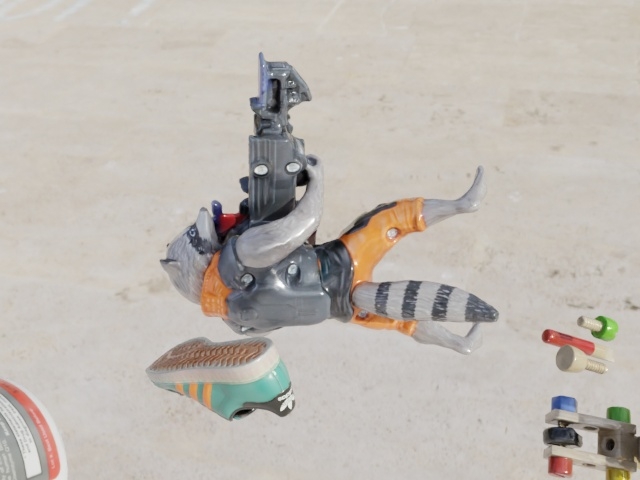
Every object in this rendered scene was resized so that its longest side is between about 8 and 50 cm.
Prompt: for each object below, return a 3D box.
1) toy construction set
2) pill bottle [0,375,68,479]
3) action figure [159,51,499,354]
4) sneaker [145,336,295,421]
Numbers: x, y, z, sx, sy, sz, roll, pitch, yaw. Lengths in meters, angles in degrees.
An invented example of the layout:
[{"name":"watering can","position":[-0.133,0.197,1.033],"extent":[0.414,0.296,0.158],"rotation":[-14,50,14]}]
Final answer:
[{"name":"toy construction set","position":[0.472,0.260,1.060],"extent":[0.237,0.257,0.308],"rotation":[17,37,-22]},{"name":"pill bottle","position":[-0.415,0.242,0.640],"extent":[0.210,0.210,0.363],"rotation":[12,2,19]},{"name":"action figure","position":[0.000,0.000,0.730],"extent":[0.330,0.341,0.178],"rotation":[-3,38,4]},{"name":"sneaker","position":[-0.161,0.225,1.144],"extent":[0.302,0.121,0.108],"rotation":[-8,23,46]}]
